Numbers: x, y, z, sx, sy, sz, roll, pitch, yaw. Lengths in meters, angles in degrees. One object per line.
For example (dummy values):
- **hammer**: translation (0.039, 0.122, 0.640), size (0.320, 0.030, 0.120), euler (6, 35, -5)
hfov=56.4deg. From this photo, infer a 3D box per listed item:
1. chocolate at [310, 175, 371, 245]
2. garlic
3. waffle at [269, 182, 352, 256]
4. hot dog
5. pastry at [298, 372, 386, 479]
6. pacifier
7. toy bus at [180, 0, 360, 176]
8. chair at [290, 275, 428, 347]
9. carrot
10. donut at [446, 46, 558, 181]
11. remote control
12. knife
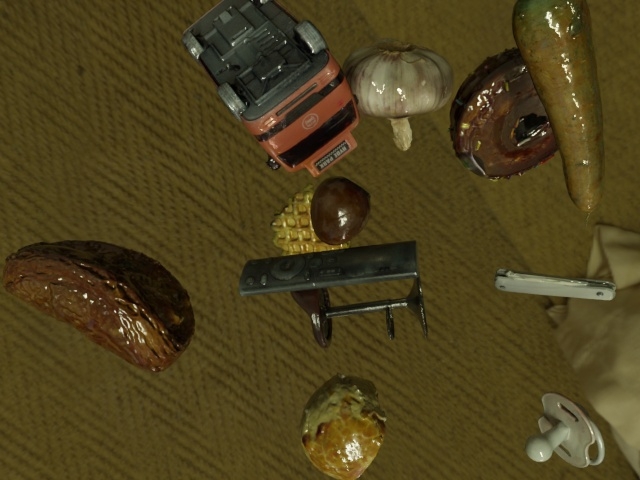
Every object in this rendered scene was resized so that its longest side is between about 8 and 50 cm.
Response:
- **chocolate**: translation (0.041, -0.071, 1.471), size (0.176, 0.177, 0.177), euler (0, 90, -8)
- **garlic**: translation (0.164, -0.299, 1.284), size (0.244, 0.245, 0.253), euler (-13, 127, -7)
- **waffle**: translation (-0.005, -0.008, 1.712), size (0.281, 0.058, 0.301), euler (-23, 104, 36)
- **hot dog**: translation (-0.427, 0.103, 1.184), size (0.387, 0.267, 0.174), euler (28, 95, 1)
- **pastry**: translation (0.036, 0.470, 1.525), size (0.170, 0.237, 0.256), euler (37, 106, -26)
- **pacifier**: translation (0.259, 0.216, 0.649), size (0.078, 0.081, 0.099), euler (-23, 128, -19)
- **toy bus**: translation (-0.098, -0.315, 1.145), size (0.203, 0.427, 0.233), euler (-37, 137, 3)
- **chair**: translation (0.116, 0.206, 1.832), size (0.400, 0.226, 0.227), euler (-7, 91, 10)
- **carrot**: translation (0.281, -0.136, 0.666), size (0.078, 0.078, 0.298), euler (-28, 116, -7)
- **donut**: translation (0.315, -0.207, 0.990), size (0.230, 0.096, 0.216), euler (14, 127, -31)
- **remote control**: translation (0.015, 0.058, 1.251), size (0.377, 0.107, 0.044), euler (-7, 122, 14)
- **knife**: translation (0.540, 0.100, 1.390), size (0.265, 0.073, 0.041), euler (6, 61, 23)
